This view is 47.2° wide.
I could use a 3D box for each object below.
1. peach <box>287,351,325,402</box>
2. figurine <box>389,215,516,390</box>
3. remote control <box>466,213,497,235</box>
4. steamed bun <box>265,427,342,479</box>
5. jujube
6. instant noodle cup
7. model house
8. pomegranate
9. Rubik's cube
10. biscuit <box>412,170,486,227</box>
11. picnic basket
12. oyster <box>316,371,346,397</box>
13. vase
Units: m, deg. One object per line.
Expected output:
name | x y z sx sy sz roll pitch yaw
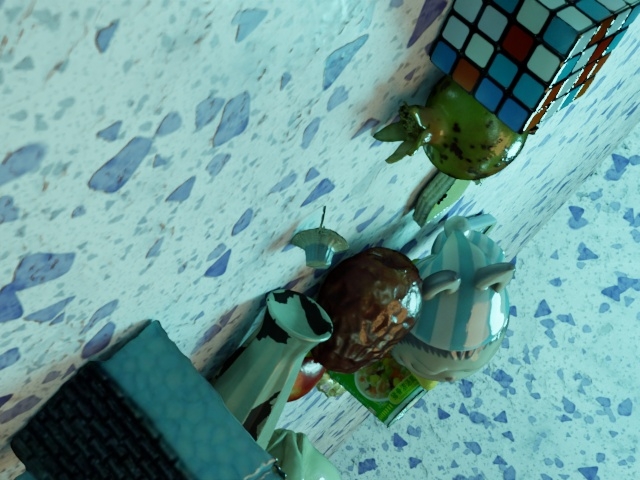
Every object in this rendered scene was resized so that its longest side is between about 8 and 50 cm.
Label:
peach | -0.056 0.239 1.363 0.118 0.151 0.151 35 104 -27
figurine | 0.298 0.091 1.402 0.361 0.266 0.378 -56 -171 -23
remote control | 0.360 -0.021 1.772 0.244 0.047 0.087 -13 141 -57
steamed bun | -0.135 0.558 1.659 0.368 0.255 0.342 -16 -179 4
jujube | 0.076 0.123 1.266 0.183 0.183 0.243 -22 146 -50
instant noodle cup | 0.122 0.272 1.601 0.207 0.232 0.207 -39 162 -16
model house | -0.207 0.289 0.884 0.241 0.261 0.226 -36 160 -27
pomegranate | 0.183 -0.144 0.955 0.220 0.156 0.156 -29 157 -38
Rubik's cube | 0.249 -0.247 0.859 0.155 0.154 0.151 -33 158 -33
biscuit | 0.272 -0.129 1.342 0.250 0.046 0.147 -37 162 -24
picnic basket | 0.000 0.000 1.031 0.065 0.083 0.083 81 13 -67
oyster | 0.058 0.329 1.849 0.163 0.081 0.191 -58 162 24
vase | -0.116 0.248 1.186 0.165 0.165 0.360 -15 142 -57
